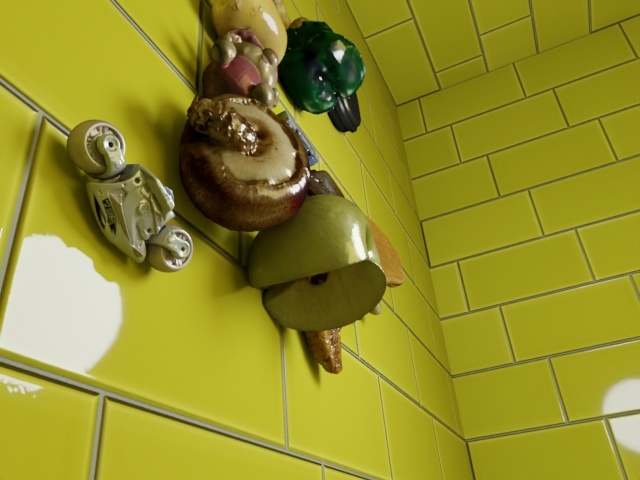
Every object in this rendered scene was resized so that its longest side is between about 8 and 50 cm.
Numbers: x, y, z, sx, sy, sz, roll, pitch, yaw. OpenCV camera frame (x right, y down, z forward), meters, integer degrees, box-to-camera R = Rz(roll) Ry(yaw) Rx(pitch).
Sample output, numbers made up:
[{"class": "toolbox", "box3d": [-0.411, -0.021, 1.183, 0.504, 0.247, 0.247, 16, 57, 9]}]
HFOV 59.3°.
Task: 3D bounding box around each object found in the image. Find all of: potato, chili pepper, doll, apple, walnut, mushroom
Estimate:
[{"class": "potato", "box3d": [-0.166, -0.516, 1.363, 0.146, 0.150, 0.234, -66, 152, -23]}, {"class": "chili pepper", "box3d": [-0.011, -0.542, 1.751, 0.257, 0.248, 0.233, 45, 10, -52]}, {"class": "doll", "box3d": [-0.167, -0.372, 1.264, 0.256, 0.152, 0.196, -73, 155, -66]}, {"class": "apple", "box3d": [-0.011, 0.034, 1.183, 0.295, 0.257, 0.234, 53, 26, -53]}, {"class": "walnut", "box3d": [-0.059, -0.718, 1.955, 0.105, 0.105, 0.125, -4, 77, -71]}, {"class": "mushroom", "box3d": [-0.149, -0.148, 1.043, 0.278, 0.163, 0.297, 33, 39, -31]}]

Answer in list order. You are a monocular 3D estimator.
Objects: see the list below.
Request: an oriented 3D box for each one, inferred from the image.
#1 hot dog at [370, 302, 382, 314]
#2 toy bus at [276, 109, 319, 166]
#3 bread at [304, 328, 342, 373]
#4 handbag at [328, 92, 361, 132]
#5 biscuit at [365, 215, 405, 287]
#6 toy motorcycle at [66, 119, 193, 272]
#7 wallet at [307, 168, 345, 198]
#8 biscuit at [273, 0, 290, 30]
[{"class": "hot dog", "box3d": [0.150, 0.138, 1.840, 0.084, 0.073, 0.243, 59, 20, -46]}, {"class": "toy bus", "box3d": [-0.072, -0.283, 1.600, 0.190, 0.064, 0.075, 48, 19, -52]}, {"class": "bread", "box3d": [0.000, 0.205, 1.346, 0.105, 0.075, 0.233, -16, 96, -60]}, {"class": "handbag", "box3d": [0.081, -0.570, 2.238, 0.254, 0.092, 0.308, 50, 29, -52]}, {"class": "biscuit", "box3d": [0.131, 0.016, 1.781, 0.351, 0.057, 0.312, 4, 50, -57]}, {"class": "toy motorcycle", "box3d": [-0.270, -0.047, 0.791, 0.113, 0.112, 0.254, -82, 151, -52]}, {"class": "wallet", "box3d": [0.002, -0.156, 1.670, 0.137, 0.031, 0.255, 53, 19, 7]}, {"class": "biscuit", "box3d": [-0.138, -0.695, 1.771, 0.118, 0.061, 0.183, 47, 34, -56]}]
